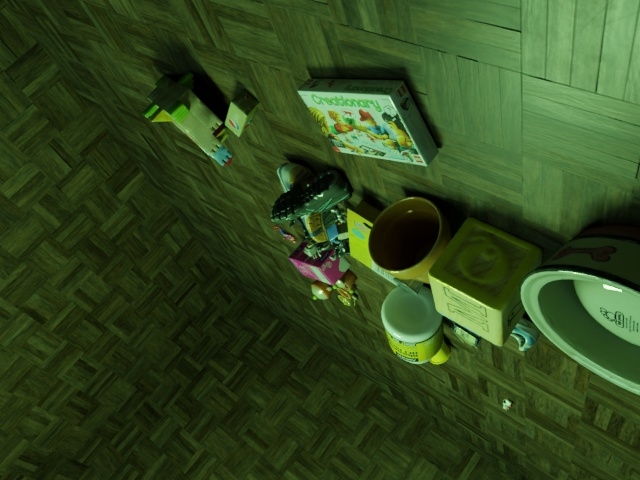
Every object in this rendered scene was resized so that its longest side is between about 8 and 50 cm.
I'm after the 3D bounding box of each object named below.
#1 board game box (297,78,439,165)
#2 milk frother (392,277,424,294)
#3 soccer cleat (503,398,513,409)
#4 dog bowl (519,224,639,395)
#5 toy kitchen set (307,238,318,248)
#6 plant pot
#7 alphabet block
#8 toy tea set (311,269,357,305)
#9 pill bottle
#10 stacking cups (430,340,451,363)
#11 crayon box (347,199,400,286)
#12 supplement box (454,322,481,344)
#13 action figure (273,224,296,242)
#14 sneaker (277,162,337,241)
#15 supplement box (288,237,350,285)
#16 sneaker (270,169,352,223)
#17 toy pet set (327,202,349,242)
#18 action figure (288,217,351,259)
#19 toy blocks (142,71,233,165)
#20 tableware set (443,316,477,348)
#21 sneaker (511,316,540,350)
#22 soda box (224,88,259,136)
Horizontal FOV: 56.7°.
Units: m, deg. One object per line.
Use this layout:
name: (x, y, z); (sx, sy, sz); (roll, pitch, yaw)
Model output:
board game box: (0.100, -0.267, 1.314); (0.305, 0.053, 0.193); (19, 153, 49)
milk frother: (0.302, 0.095, 1.654); (0.143, 0.134, 0.129); (31, 175, 32)
soccer cleat: (0.727, 0.639, 2.320); (0.035, 0.029, 0.083); (44, 162, 17)
dog bowl: (0.600, 0.136, 1.121); (0.408, 0.150, 0.408); (36, 163, 13)
toy kitchen set: (0.000, 0.013, 2.194); (0.075, 0.068, 0.083); (29, 160, 32)
plant pot: (0.256, 0.020, 1.505); (0.205, 0.205, 0.188); (22, 171, 45)
alphabet block: (0.388, 0.097, 1.399); (0.194, 0.192, 0.197); (27, 160, 30)
toy tea set: (0.049, 0.199, 2.462); (0.200, 0.124, 0.336); (36, 163, 14)
pill bottle: (0.307, 0.288, 1.936); (0.188, 0.188, 0.334); (31, 163, 26)
stacking cups: (0.369, 0.319, 2.179); (0.316, 0.096, 0.096); (53, 159, -25)
crayon box: (0.185, 0.004, 1.769); (0.202, 0.081, 0.318); (34, 163, 18)
supplement box: (0.465, 0.258, 1.813); (0.083, 0.083, 0.056); (32, 161, 25)
action figure: (-0.145, -0.022, 2.485); (0.115, 0.030, 0.038); (31, 156, 20)
sneaker: (-0.042, -0.129, 1.891); (0.131, 0.112, 0.296); (34, 153, 49)
supplement box: (-0.006, 0.081, 2.307); (0.220, 0.111, 0.114); (15, 149, 52)
sneaker: (-0.029, -0.106, 1.745); (0.268, 0.101, 0.106); (-24, 142, 28)
toy pet set: (0.048, -0.050, 1.850); (0.122, 0.065, 0.114); (79, 177, -63)
action figure: (0.000, 0.000, 2.044); (0.276, 0.140, 0.164); (35, 174, 18)
toy blocks: (-0.398, -0.377, 1.895); (0.261, 0.190, 0.381); (45, 177, -34)
tableware set: (0.446, 0.268, 1.960); (0.194, 0.039, 0.128); (47, 174, -5)
sneaker: (0.495, 0.208, 1.628); (0.237, 0.086, 0.085); (40, 165, 4)
soda box: (-0.232, -0.371, 1.740); (0.061, 0.058, 0.181); (42, 163, -5)
